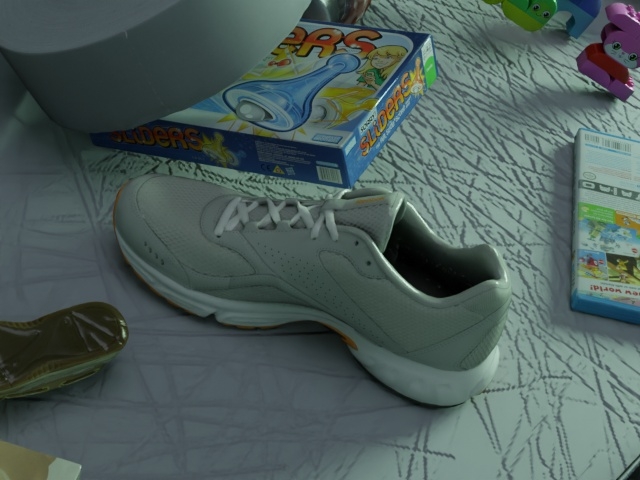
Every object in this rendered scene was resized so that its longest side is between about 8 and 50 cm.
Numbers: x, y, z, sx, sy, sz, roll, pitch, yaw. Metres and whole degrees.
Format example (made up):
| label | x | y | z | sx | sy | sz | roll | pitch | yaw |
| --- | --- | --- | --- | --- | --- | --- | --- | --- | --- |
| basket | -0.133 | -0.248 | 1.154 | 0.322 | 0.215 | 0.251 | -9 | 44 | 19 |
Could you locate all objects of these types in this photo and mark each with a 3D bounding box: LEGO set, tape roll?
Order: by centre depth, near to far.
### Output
| label | x | y | z | sx | sy | sz | roll | pitch | yaw |
| --- | --- | --- | --- | --- | --- | --- | --- | --- | --- |
| tape roll | -0.112 | -0.171 | 1.080 | 0.219 | 0.072 | 0.219 | -19 | 39 | 16 |
| LEGO set | 0.166 | -0.216 | 1.211 | 0.227 | 0.093 | 0.087 | 31 | 29 | -18 |

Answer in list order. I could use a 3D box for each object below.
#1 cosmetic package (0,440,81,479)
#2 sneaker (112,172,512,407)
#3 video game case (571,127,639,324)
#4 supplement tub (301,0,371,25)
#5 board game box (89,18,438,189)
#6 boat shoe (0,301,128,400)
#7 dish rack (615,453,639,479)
| label | x | y | z | sx | sy | sz | roll | pitch | yaw |
| --- | --- | --- | --- | --- | --- | --- | --- | --- | --- |
| cosmetic package | -0.195 | 0.139 | 0.886 | 0.115 | 0.041 | 0.060 | 16 | 48 | -1 |
| sneaker | 0.000 | 0.000 | 1.005 | 0.262 | 0.121 | 0.099 | 20 | 47 | 3 |
| video game case | 0.236 | -0.006 | 1.143 | 0.119 | 0.015 | 0.166 | 13 | 48 | -4 |
| supplement tub | 0.002 | -0.223 | 1.209 | 0.106 | 0.106 | 0.198 | 19 | 48 | 2 |
| board game box | -0.040 | -0.101 | 1.088 | 0.201 | 0.035 | 0.136 | 10 | 43 | 27 |
| boat shoe | -0.179 | 0.073 | 0.945 | 0.135 | 0.045 | 0.050 | -8 | 60 | -26 |
| dish rack | 0.320 | 0.187 | 0.964 | 0.271 | 0.074 | 0.208 | 40 | 53 | 17 |
